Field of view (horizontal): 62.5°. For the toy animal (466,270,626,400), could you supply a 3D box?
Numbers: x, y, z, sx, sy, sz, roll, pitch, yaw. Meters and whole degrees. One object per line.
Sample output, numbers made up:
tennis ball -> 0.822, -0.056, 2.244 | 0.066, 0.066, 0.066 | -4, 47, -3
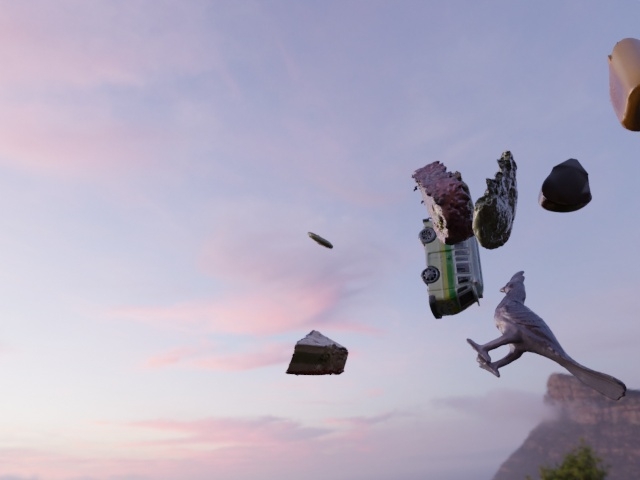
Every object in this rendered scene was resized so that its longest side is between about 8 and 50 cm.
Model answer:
toy animal -> 0.408, 0.200, 1.071 | 0.206, 0.367, 0.081 | -23, -56, 2

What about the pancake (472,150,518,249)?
pancake -> 0.238, -0.047, 0.702 | 0.023, 0.129, 0.116 | 13, -43, 39

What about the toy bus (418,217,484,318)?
toy bus -> 0.375, 0.073, 1.507 | 0.165, 0.276, 0.133 | -10, -32, 18

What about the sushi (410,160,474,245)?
sushi -> 0.296, -0.085, 1.244 | 0.108, 0.241, 0.161 | -20, -68, 2

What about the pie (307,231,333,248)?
pie -> -0.001, 0.000, 1.446 | 0.084, 0.021, 0.084 | 31, -3, 2

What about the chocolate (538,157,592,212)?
chocolate -> 0.647, -0.131, 1.392 | 0.125, 0.148, 0.080 | 34, -18, 12

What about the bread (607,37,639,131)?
bread -> 0.326, -0.159, 0.540 | 0.049, 0.103, 0.062 | -1, -49, 15

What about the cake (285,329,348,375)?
cake -> -0.034, 0.279, 1.326 | 0.117, 0.086, 0.220 | 22, 4, 43
